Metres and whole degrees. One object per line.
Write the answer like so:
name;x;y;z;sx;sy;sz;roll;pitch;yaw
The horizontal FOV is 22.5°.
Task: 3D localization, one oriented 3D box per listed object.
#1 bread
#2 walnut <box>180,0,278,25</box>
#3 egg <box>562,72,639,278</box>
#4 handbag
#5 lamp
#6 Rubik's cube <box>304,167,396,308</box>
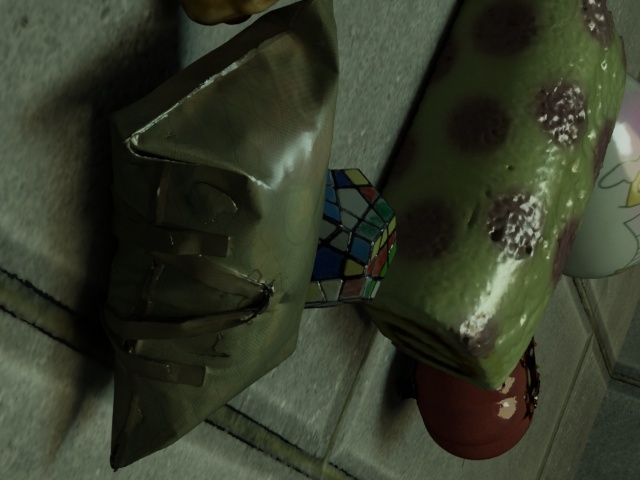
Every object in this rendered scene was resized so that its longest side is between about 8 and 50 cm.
bread;0.157;-0.054;1.417;0.338;0.155;0.187;-66;157;-15
walnut;-0.025;-0.197;0.893;0.143;0.069;0.170;82;29;-52
egg;0.287;-0.077;1.708;0.196;0.196;0.271;-58;164;-35
handbag;-0.062;0.001;0.916;0.182;0.117;0.270;-36;146;-45
lamp;0.150;0.132;1.631;0.182;0.140;0.182;0;90;-75
Rubik's cube;0.000;0.000;1.118;0.111;0.111;0.093;6;75;-71
